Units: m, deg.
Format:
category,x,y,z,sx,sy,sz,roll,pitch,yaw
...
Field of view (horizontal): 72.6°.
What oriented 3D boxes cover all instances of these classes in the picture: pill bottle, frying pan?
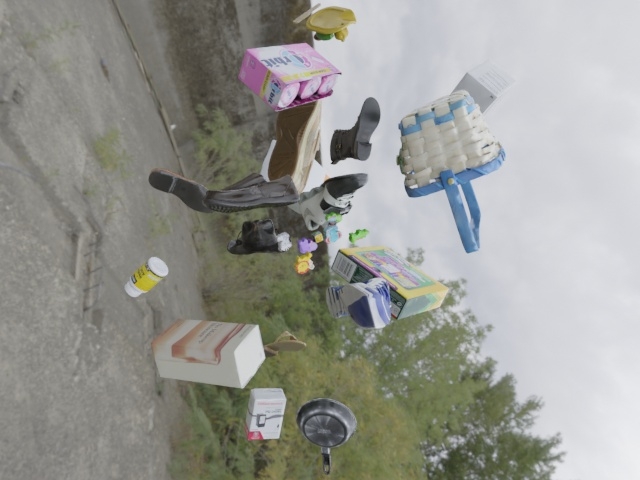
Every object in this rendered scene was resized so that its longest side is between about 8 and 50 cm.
category,x,y,z,sx,sy,sz,roll,pitch,yaw
pill bottle,-0.485,0.104,1.207,0.065,0.116,0.065,47,13,-14
frying pan,-0.007,0.647,1.424,0.053,0.197,0.326,-69,-179,-67

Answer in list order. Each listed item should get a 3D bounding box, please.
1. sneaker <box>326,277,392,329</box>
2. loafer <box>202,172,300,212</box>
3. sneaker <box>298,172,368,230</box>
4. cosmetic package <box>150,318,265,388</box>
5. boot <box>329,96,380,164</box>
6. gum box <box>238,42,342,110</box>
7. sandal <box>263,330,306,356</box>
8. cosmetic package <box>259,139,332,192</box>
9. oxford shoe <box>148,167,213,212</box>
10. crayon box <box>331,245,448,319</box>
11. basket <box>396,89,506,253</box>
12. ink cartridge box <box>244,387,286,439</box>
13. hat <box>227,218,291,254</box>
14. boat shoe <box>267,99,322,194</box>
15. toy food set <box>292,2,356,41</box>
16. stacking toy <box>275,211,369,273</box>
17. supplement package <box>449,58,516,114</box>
category,x,y,z,sx,sy,sz,roll,pitch,yaw
sneaker,0.150,0.169,1.310,0.315,0.182,0.128,174,-96,-70
loafer,-0.154,-0.109,0.963,0.080,0.220,0.078,-11,-93,61
sneaker,0.047,-0.112,1.354,0.330,0.122,0.146,-22,-102,58
cosmetic package,-0.338,0.335,1.319,0.153,0.296,0.129,-48,134,-62
boot,0.117,-0.425,1.711,0.229,0.091,0.263,21,-82,58
gum box,-0.053,-0.327,0.860,0.107,0.188,0.062,43,-46,13
sandal,-0.151,0.399,1.737,0.088,0.240,0.079,37,44,-32
cosmetic package,-0.103,-0.282,2.124,0.453,0.161,0.230,29,78,-63
oxford shoe,-0.385,-0.150,1.249,0.212,0.076,0.076,31,12,-30
crayon box,0.279,0.154,1.756,0.363,0.313,0.106,37,-65,36
basket,0.273,-0.144,0.890,0.289,0.201,0.255,64,25,-11
ink cartridge box,-0.183,0.573,1.442,0.063,0.109,0.151,-143,-118,-66
hat,-0.285,-0.035,2.027,0.331,0.331,0.134,-132,-140,-70
boat shoe,-0.060,-0.295,1.254,0.110,0.121,0.341,37,66,-57
toy food set,0.027,-0.695,1.418,0.218,0.128,0.071,37,-14,37
stacking toy,0.000,0.000,1.183,0.167,0.221,0.052,40,-31,56
supplement package,0.567,-0.526,1.542,0.134,0.244,0.139,44,-44,8
